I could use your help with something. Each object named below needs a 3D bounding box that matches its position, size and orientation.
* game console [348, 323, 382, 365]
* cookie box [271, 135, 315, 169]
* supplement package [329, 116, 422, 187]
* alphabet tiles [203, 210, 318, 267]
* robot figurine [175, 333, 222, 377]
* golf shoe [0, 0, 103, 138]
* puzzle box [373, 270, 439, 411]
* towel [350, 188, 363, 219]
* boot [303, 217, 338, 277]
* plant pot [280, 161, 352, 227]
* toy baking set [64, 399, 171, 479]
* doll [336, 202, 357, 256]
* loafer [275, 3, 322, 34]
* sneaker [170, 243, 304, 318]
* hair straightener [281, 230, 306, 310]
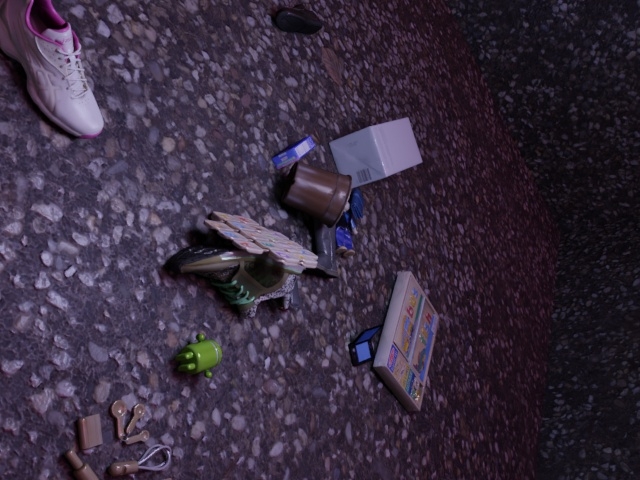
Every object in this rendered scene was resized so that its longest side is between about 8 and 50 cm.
[{"bbox_3d":[0.150,0.328,1.938,0.122,0.071,0.108,-5,82,-53],"label":"game console"},{"bbox_3d":[-0.079,-0.261,1.826,0.040,0.091,0.107,60,39,-14],"label":"cookie box"},{"bbox_3d":[0.197,-0.303,2.134,0.293,0.177,0.176,-27,99,-53],"label":"supplement package"},{"bbox_3d":[-0.141,-0.004,1.527,0.277,0.284,0.021,9,108,-51],"label":"alphabet tiles"},{"bbox_3d":[-0.272,0.264,1.404,0.115,0.067,0.101,-8,82,-54],"label":"robot figurine"},{"bbox_3d":[-0.523,-0.347,1.229,0.306,0.140,0.115,59,37,-23],"label":"golf shoe"},{"bbox_3d":[0.307,0.343,2.143,0.272,0.052,0.409,53,41,-32],"label":"puzzle box"},{"bbox_3d":[0.124,-0.124,2.066,0.119,0.029,0.067,-77,147,-57],"label":"towel"},{"bbox_3d":[-0.003,0.000,1.851,0.189,0.075,0.209,26,64,-62],"label":"boot"},{"bbox_3d":[-0.017,-0.143,1.786,0.165,0.167,0.167,22,57,-14],"label":"plant pot"},{"bbox_3d":[-0.385,0.437,1.224,0.196,0.030,0.256,-40,110,-51],"label":"toy baking set"},{"bbox_3d":[0.078,-0.043,1.995,0.129,0.046,0.189,23,54,-40],"label":"doll"},{"bbox_3d":[-0.080,-0.727,2.014,0.220,0.080,0.079,-12,78,-59],"label":"loafer"},{"bbox_3d":[-0.187,0.105,1.526,0.410,0.158,0.182,7,87,-48],"label":"sneaker"},{"bbox_3d":[-0.068,0.078,1.723,0.047,0.089,0.231,32,53,-47],"label":"hair straightener"}]
